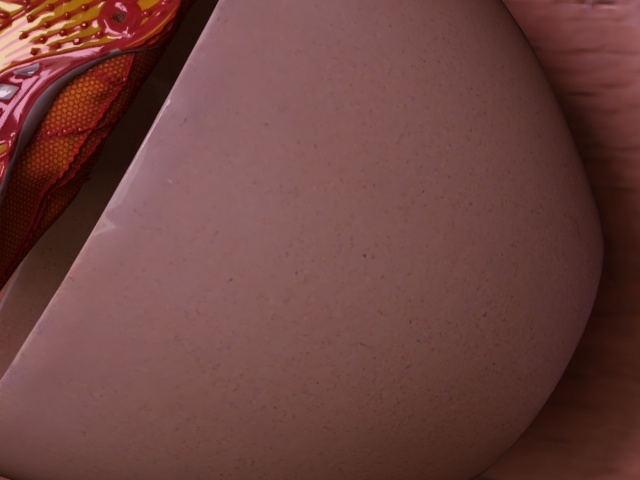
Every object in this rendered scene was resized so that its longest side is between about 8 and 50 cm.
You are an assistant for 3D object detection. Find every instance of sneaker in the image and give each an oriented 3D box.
[{"bbox_3d":[-0.097,-0.052,0.574,0.064,0.067,0.175,39,90,15],"label":"sneaker"}]

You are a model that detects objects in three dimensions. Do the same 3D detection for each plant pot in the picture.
[{"bbox_3d":[0.000,0.000,0.656,0.191,0.284,0.284,29,104,-11],"label":"plant pot"}]
